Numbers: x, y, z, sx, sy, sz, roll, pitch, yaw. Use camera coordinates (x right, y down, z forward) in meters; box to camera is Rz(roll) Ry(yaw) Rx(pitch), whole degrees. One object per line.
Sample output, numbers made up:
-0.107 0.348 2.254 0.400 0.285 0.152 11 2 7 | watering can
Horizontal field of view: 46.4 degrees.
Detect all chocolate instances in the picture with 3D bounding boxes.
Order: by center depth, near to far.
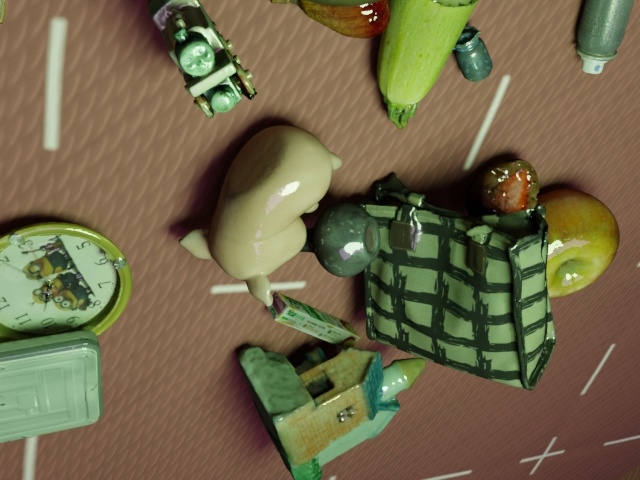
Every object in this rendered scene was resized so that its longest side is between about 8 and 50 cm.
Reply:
0.332 -0.080 1.332 0.133 0.127 0.124 -42 132 -16 | chocolate

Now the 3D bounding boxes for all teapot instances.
0.228 -0.289 1.161 0.049 0.063 0.083 -57 136 -21 | teapot

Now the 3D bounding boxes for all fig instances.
0.023 -0.326 0.969 0.153 0.119 0.119 0 127 -20 | fig

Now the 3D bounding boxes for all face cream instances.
0.458 -0.398 1.168 0.073 0.073 0.284 -14 132 -18 | face cream

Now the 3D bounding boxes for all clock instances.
-0.400 0.062 1.102 0.237 0.057 0.237 -14 130 -17 | clock

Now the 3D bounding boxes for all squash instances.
0.134 -0.274 1.063 0.137 0.137 0.287 -2 129 -27 | squash

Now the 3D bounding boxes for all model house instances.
0.041 0.277 1.428 0.325 0.194 0.267 -24 135 -12 | model house

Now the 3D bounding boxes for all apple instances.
0.443 0.003 1.432 0.234 0.173 0.210 -10 135 -10 | apple

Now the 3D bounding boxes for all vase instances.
0.000 0.000 1.196 0.183 0.120 0.120 -3 143 28 | vase

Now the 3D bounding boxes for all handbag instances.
0.224 0.068 1.266 0.162 0.325 0.327 -50 141 -36 | handbag

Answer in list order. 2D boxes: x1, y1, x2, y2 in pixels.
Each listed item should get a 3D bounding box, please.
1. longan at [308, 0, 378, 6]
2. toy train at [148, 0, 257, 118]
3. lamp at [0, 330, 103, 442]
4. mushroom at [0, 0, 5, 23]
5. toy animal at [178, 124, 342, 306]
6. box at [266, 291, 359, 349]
0.012 -0.406 0.769 0.319 0.319 0.319 -15 132 -17 | longan
-0.147 -0.228 0.902 0.080 0.194 0.125 -32 129 3 | toy train
-0.480 0.238 1.164 0.269 0.047 0.266 -8 144 -20 | lamp
-0.343 -0.369 0.799 0.028 0.026 0.286 4 128 -12 | mushroom
-0.078 -0.050 1.108 0.154 0.166 0.250 10 111 -53 | toy animal
-0.012 0.153 1.390 0.207 0.050 0.041 28 108 -41 | box
